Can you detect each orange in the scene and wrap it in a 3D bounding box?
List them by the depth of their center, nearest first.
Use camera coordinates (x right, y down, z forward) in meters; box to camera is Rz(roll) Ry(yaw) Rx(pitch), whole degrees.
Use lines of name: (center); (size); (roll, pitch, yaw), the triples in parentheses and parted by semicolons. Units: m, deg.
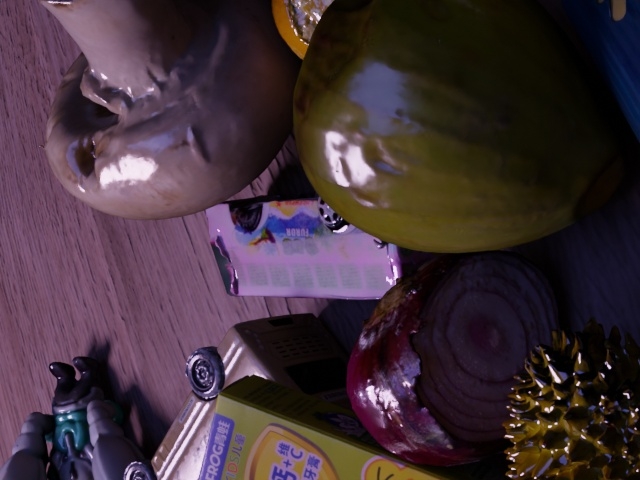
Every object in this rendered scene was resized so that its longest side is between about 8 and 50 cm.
orange: (0.033, -0.224, 1.173); (0.157, 0.156, 0.134); (-23, 113, 44)

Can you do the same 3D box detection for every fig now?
fig: (0.118, -0.103, 1.031); (0.271, 0.239, 0.239); (21, 108, 17)

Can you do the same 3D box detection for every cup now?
cup: (0.279, -0.166, 0.942); (0.176, 0.131, 0.155); (-34, 59, 9)

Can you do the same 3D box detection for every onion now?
onion: (0.130, 0.122, 1.085); (0.218, 0.195, 0.140); (45, 143, -14)

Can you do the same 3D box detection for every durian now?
durian: (0.251, 0.160, 0.889); (0.293, 0.258, 0.258); (31, 113, 47)

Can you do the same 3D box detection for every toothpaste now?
toothpaste: (0.052, 0.227, 1.119); (0.328, 0.077, 0.110); (19, 105, 17)

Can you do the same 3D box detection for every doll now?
doll: (-0.310, 0.278, 1.534); (0.195, 0.153, 0.258); (-41, 63, 8)

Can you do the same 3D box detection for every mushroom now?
mushroom: (-0.181, -0.174, 1.272); (0.293, 0.290, 0.292); (-21, 48, 25)

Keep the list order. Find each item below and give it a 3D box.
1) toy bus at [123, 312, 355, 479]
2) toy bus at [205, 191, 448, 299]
toy bus: (-0.076, 0.220, 1.306); (0.157, 0.139, 0.289); (47, 120, 29)
toy bus: (0.000, 0.000, 1.251); (0.274, 0.090, 0.112); (-1, 96, 47)
